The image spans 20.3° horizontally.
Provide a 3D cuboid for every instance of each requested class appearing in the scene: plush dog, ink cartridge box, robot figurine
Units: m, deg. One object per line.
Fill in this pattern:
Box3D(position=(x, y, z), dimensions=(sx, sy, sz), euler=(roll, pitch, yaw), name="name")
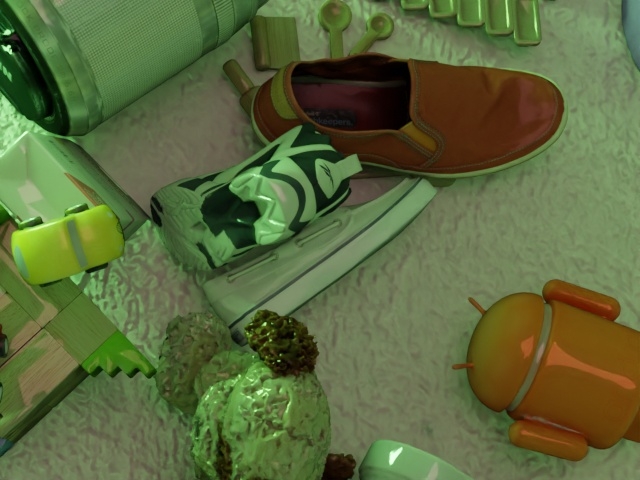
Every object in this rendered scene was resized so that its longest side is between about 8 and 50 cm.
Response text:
Box3D(position=(-0.054, 0.189, 1.633), dimensions=(0.211, 0.225, 0.262), euler=(11, 75, -8), name="plush dog")
Box3D(position=(-0.237, -0.038, 1.708), dimensions=(0.067, 0.198, 0.115), euler=(-44, 85, 5), name="ink cartridge box")
Box3D(position=(0.239, 0.126, 1.766), dimensions=(0.219, 0.128, 0.158), euler=(20, 98, -5), name="robot figurine")

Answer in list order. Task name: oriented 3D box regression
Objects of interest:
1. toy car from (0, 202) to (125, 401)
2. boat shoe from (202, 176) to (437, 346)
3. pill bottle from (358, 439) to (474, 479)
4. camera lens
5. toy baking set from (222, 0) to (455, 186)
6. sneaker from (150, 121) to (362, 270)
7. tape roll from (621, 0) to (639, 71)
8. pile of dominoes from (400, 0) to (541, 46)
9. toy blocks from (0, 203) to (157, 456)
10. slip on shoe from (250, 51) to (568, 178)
Box3D(position=(-0.318, 0.018, 1.554), dimensions=(0.225, 0.053, 0.239), euler=(39, 92, -6), name="toy car")
Box3D(position=(0.000, 0.000, 1.776), dimensions=(0.258, 0.095, 0.084), euler=(-36, 87, -19), name="boat shoe")
Box3D(position=(0.046, 0.327, 1.654), dimensions=(0.153, 0.153, 0.264), euler=(30, 70, -1), name="pill bottle")
Box3D(position=(-0.207, -0.249, 1.746), dimensions=(0.274, 0.219, 0.219), euler=(-36, 83, -18), name="camera lens")
Box3D(position=(0.026, -0.144, 1.857), dimensions=(0.197, 0.030, 0.256), euler=(-29, 80, -17), name="toy baking set")
Box3D(position=(-0.052, -0.047, 1.734), dimensions=(0.153, 0.235, 0.094), euler=(-26, 92, -36), name="sneaker")
Box3D(position=(0.471, -0.252, 1.944), dimensions=(0.275, 0.090, 0.274), euler=(3, 72, -9), name="tape roll")
Box3D(position=(0.144, -0.318, 1.942), dimensions=(0.251, 0.040, 0.196), euler=(17, 71, 4), name="pile of dominoes")
Box3D(position=(-0.375, 0.074, 1.659), dimensions=(0.261, 0.191, 0.381), euler=(-44, 85, -7), name="toy blocks")
Box3D(position=(0.098, -0.133, 1.804), dimensions=(0.331, 0.101, 0.123), euler=(1, 70, -14), name="slip on shoe")
